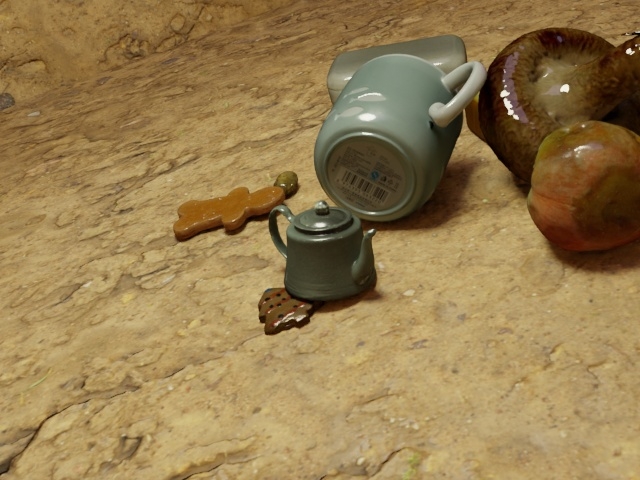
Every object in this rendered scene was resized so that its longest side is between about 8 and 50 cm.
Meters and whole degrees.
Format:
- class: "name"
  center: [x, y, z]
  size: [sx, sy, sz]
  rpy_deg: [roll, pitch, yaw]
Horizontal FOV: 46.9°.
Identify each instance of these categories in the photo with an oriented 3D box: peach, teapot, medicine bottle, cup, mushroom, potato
- class: "peach"
  center: [0.456, -0.089, 1.185]
  size: [0.235, 0.214, 0.214]
  rpy_deg: [4, 33, 14]
- class: "teapot"
  center: [0.000, 0.000, 1.262]
  size: [0.239, 0.149, 0.162]
  rpy_deg: [16, 34, 41]
- class: "medicine bottle"
  center: [0.210, -0.457, 2.008]
  size: [0.375, 0.123, 0.282]
  rpy_deg: [-7, 31, 13]
- class: "cup"
  center: [0.165, -0.213, 1.421]
  size: [0.356, 0.259, 0.274]
  rpy_deg: [-31, 20, 38]
- class: "mushroom"
  center: [0.471, -0.254, 1.351]
  size: [0.334, 0.331, 0.356]
  rpy_deg: [18, -5, -2]
- class: "potato"
  center: [-0.077, -0.125, 1.641]
  size: [0.051, 0.040, 0.083]
  rpy_deg: [7, 36, 16]

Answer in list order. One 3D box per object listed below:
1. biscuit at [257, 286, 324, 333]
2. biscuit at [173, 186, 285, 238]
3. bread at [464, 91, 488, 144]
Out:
- class: "biscuit"
  center: [-0.062, 0.110, 1.250]
  size: [0.119, 0.019, 0.130]
  rpy_deg: [-29, 32, -25]
- class: "biscuit"
  center: [-0.194, -0.063, 1.590]
  size: [0.250, 0.036, 0.165]
  rpy_deg: [-14, 30, 7]
- class: "bread"
  center: [0.379, -0.259, 1.633]
  size: [0.049, 0.088, 0.226]
  rpy_deg: [-13, 30, -6]
